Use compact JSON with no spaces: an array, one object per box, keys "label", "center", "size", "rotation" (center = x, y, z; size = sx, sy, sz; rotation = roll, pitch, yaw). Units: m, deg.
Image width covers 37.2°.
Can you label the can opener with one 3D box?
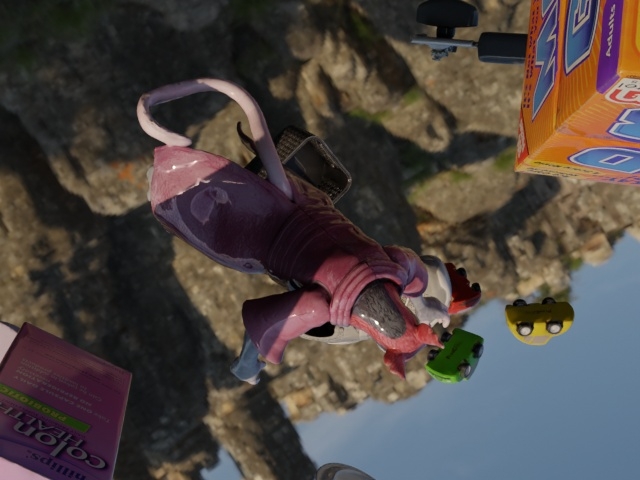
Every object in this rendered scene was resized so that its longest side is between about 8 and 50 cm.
[{"label":"can opener","center":[0.261,-0.298,1.392],"size":[0.280,0.093,0.074],"rotation":[14,-162,25]}]

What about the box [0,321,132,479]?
[{"label":"box","center":[-0.268,0.221,0.805],"size":[0.213,0.117,0.243],"rotation":[-59,-166,10]}]

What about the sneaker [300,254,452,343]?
[{"label":"sneaker","center":[0.069,0.102,1.378],"size":[0.115,0.105,0.281],"rotation":[-4,162,-45]}]

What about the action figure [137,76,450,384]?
[{"label":"action figure","center":[0.000,0.000,0.992],"size":[0.248,0.275,0.370],"rotation":[-26,-137,-30]}]

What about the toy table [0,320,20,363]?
[{"label":"toy table","center":[-0.460,0.209,1.271],"size":[0.274,0.252,0.161],"rotation":[-11,165,14]}]

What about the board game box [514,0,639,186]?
[{"label":"board game box","center":[0.408,-0.248,0.888],"size":[0.357,0.356,0.356],"rotation":[7,172,0]}]

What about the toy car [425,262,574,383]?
[{"label":"toy car","center":[0.223,0.138,1.383],"size":[0.239,0.053,0.225],"rotation":[18,-136,30]}]

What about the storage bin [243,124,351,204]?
[{"label":"storage bin","center":[-0.056,-0.083,1.538],"size":[0.180,0.122,0.084],"rotation":[-45,-147,-5]}]

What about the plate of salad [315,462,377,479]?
[{"label":"plate of salad","center":[0.072,0.468,1.668],"size":[0.048,0.200,0.200],"rotation":[-58,177,18]}]
